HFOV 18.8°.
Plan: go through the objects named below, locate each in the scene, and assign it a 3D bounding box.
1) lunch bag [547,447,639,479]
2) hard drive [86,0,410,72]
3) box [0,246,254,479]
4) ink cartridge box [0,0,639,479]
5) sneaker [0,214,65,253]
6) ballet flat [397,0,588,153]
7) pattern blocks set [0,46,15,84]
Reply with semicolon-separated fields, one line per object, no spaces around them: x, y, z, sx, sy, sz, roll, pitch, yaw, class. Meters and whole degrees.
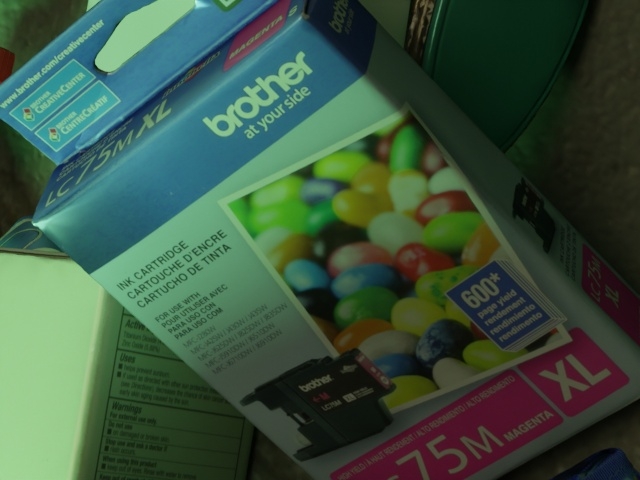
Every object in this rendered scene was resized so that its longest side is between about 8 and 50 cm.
0.083;0.238;0.807;0.221;0.293;0.138;63;158;0;lunch bag
-0.048;-0.140;1.086;0.307;0.040;0.203;0;79;57;hard drive
-0.136;0.168;1.085;0.121;0.148;0.311;4;81;39;box
0.000;0.000;0.935;0.186;0.311;0.065;-34;21;27;ink cartridge box
-0.220;0.070;1.226;0.211;0.080;0.081;-43;33;24;sneaker
0.097;-0.183;1.027;0.106;0.108;0.316;18;86;57;ballet flat
-0.305;0.038;1.267;0.325;0.026;0.285;-30;46;41;pattern blocks set
